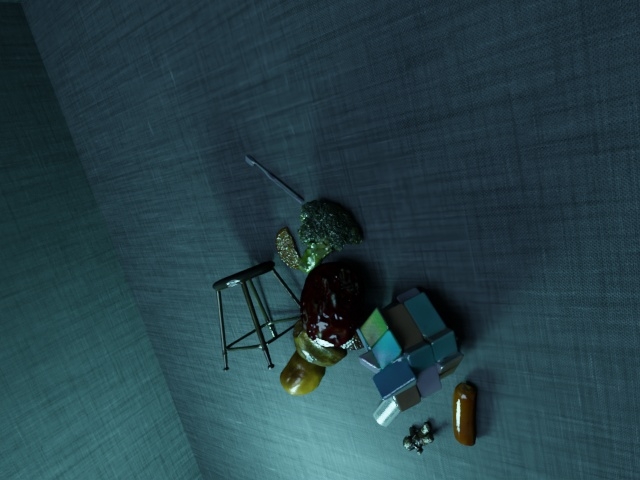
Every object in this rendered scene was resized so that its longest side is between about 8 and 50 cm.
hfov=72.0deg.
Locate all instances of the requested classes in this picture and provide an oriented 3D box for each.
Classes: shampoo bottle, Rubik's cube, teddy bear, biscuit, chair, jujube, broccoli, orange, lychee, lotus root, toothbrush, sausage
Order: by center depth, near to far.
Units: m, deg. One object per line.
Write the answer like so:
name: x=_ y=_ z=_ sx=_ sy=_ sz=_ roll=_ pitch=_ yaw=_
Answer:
Rubik's cube: x=0.316 y=0.385 z=1.620 sx=0.388 sy=0.358 sz=0.368 roll=63 pitch=174 yaw=-3
jujube: x=0.046 y=0.236 z=1.714 sx=0.258 sy=0.377 sz=0.259 roll=3 pitch=118 yaw=7
sausage: x=0.563 y=0.688 z=1.724 sx=0.089 sy=0.083 sz=0.300 roll=3 pitch=113 yaw=24
broccoli: x=-0.021 y=-0.006 z=1.807 sx=0.252 sy=0.221 sz=0.361 roll=31 pitch=137 yaw=-23
lychee: x=0.131 y=0.370 z=1.850 sx=0.194 sy=0.194 sz=0.195 roll=16 pitch=119 yaw=32
teddy bear: x=0.432 y=0.859 z=1.912 sx=0.160 sy=0.077 sz=0.119 roll=-43 pitch=38 yaw=29
toothbrush: x=-0.206 y=-0.267 z=1.926 sx=0.354 sy=0.024 sz=0.029 roll=39 pitch=134 yaw=18
lotus root: x=-0.013 y=0.444 z=1.928 sx=0.193 sy=0.193 sz=0.291 roll=-3 pitch=147 yaw=39
shampoo bottle: x=0.313 y=0.739 z=1.960 sx=0.086 sy=0.056 sz=0.228 roll=39 pitch=129 yaw=20
biscuit: x=-0.155 y=0.045 z=2.027 sx=0.126 sy=0.025 sz=0.206 roll=-16 pitch=99 yaw=42
chair: x=-0.288 y=0.331 z=2.059 sx=0.361 sy=0.364 sz=0.411 roll=-18 pitch=94 yaw=42
orange: x=-0.080 y=0.633 z=2.114 sx=0.183 sy=0.249 sz=0.249 roll=32 pitch=128 yaw=2
